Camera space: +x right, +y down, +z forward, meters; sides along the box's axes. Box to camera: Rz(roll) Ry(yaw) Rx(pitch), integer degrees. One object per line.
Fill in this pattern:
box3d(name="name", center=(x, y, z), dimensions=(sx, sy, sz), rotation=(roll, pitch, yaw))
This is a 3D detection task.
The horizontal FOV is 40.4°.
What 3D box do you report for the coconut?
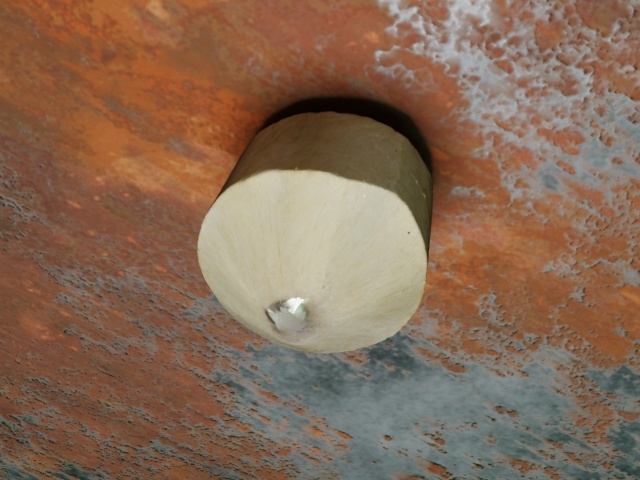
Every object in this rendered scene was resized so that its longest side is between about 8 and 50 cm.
box3d(name="coconut", center=(0.000, 0.000, 0.763), dimensions=(0.202, 0.222, 0.202), rotation=(8, 130, 10))
